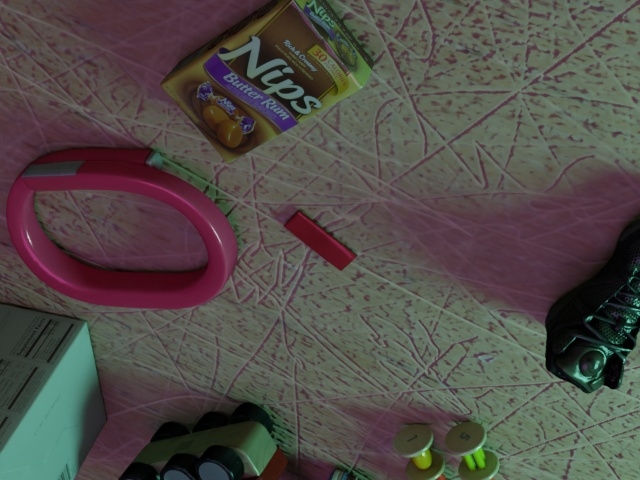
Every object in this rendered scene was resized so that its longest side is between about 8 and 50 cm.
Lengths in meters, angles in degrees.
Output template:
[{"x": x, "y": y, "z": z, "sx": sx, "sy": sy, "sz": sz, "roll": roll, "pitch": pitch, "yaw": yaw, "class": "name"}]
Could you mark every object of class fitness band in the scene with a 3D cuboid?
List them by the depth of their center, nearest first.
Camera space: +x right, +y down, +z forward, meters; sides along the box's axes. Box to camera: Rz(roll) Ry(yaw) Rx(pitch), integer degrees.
[{"x": -0.235, "y": -0.010, "z": 1.277, "sx": 0.291, "sy": 0.054, "sz": 0.209, "roll": 2, "pitch": 131, "yaw": 21, "class": "fitness band"}]

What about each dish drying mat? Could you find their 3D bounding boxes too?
[{"x": 0.000, "y": 0.000, "z": 1.217, "sx": 0.083, "sy": 0.008, "sz": 0.032, "roll": 38, "pitch": 131, "yaw": -11, "class": "dish drying mat"}]

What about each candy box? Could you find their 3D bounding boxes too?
[{"x": -0.054, "y": -0.162, "z": 1.072, "sx": 0.187, "sy": 0.053, "sz": 0.109, "roll": -26, "pitch": 114, "yaw": 35, "class": "candy box"}]

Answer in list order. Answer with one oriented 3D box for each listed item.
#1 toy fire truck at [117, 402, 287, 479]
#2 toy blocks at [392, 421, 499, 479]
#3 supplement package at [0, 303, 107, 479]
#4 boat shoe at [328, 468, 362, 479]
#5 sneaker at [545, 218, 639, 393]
[{"x": -0.113, "y": 0.352, "z": 1.485, "sx": 0.217, "sy": 0.158, "sz": 0.246, "roll": -19, "pitch": 109, "yaw": 32, "class": "toy fire truck"}, {"x": 0.169, "y": 0.296, "z": 1.368, "sx": 0.123, "sy": 0.054, "sz": 0.148, "roll": -7, "pitch": 125, "yaw": 27, "class": "toy blocks"}, {"x": -0.406, "y": 0.249, "z": 1.415, "sx": 0.145, "sy": 0.262, "sz": 0.204, "roll": 11, "pitch": 132, "yaw": 13, "class": "supplement package"}, {"x": 0.037, "y": 0.392, "z": 1.487, "sx": 0.066, "sy": 0.066, "sz": 0.183, "roll": 13, "pitch": 129, "yaw": 15, "class": "boat shoe"}, {"x": 0.298, "y": 0.070, "z": 1.078, "sx": 0.087, "sy": 0.130, "sz": 0.227, "roll": 32, "pitch": 131, "yaw": -9, "class": "sneaker"}]
